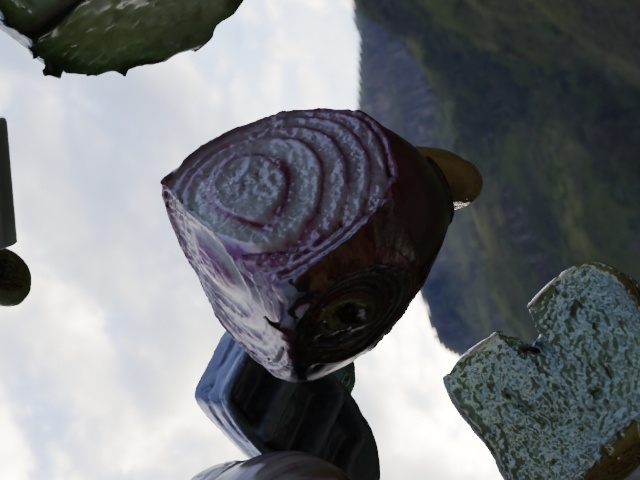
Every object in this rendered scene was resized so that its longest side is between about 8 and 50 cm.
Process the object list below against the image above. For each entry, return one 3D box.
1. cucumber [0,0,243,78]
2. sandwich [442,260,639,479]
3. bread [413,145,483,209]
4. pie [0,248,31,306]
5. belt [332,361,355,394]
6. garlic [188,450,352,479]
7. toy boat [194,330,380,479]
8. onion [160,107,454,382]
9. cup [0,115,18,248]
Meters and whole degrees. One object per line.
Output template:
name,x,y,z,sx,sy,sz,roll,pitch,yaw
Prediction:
cucumber,-0.185,-0.207,0.618,0.325,0.145,0.105,45,162,17
sandwich,0.306,0.176,1.432,0.095,0.273,0.249,31,-159,-52
bread,0.071,-0.053,1.216,0.114,0.189,0.077,-3,-97,-73
pie,-0.353,0.036,1.305,0.084,0.021,0.084,25,-139,-24
belt,-0.026,0.166,1.593,0.163,0.148,0.082,50,-133,-3
garlic,-0.043,0.352,1.155,0.259,0.317,0.317,1,-107,-56
toy boat,-0.024,0.201,1.310,0.283,0.078,0.127,48,-123,-40
onion,0.002,0.003,1.056,0.216,0.206,0.207,46,160,37
cup,-0.371,-0.053,1.182,0.136,0.099,0.133,-10,-75,-38
